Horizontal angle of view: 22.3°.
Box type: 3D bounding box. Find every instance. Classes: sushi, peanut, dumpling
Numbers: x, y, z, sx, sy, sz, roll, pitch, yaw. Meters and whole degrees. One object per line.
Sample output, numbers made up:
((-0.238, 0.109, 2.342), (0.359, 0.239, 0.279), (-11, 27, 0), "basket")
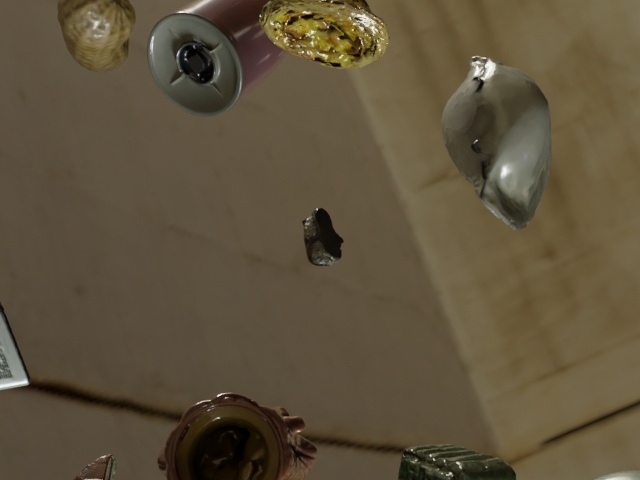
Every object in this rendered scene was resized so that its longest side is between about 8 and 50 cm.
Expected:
((0.000, 0.000, 2.251), (0.044, 0.046, 0.083), (9, -124, -41), "sushi")
((-0.316, -0.304, 2.316), (0.226, 0.108, 0.095), (103, 157, -72), "peanut")
((0.274, -0.136, 2.420), (0.175, 0.243, 0.227), (17, 165, 43), "dumpling")

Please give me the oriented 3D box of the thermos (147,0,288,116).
((-0.104, -0.274, 2.196), (0.146, 0.176, 0.265), (31, -141, 13), "thermos")

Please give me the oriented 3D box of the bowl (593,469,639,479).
((0.437, 0.460, 2.301), (0.163, 0.307, 0.307), (44, -155, -49), "bowl")

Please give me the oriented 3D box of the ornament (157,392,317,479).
((-0.126, 0.322, 2.294), (0.217, 0.235, 0.221), (82, -171, -77), "ornament")

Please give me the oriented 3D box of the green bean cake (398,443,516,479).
((0.165, 0.357, 2.063), (0.185, 0.094, 0.183), (-171, 81, -67), "green bean cake")

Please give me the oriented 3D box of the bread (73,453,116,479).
((-0.351, 0.378, 2.494), (0.043, 0.062, 0.109), (72, -158, -47), "bread")

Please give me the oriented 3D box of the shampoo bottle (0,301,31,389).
((-0.602, 0.199, 2.484), (0.071, 0.284, 0.153), (-155, 47, -68), "shampoo bottle")

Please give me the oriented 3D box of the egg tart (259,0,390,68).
((0.007, -0.211, 1.549), (0.129, 0.129, 0.049), (45, -127, -54), "egg tart")
